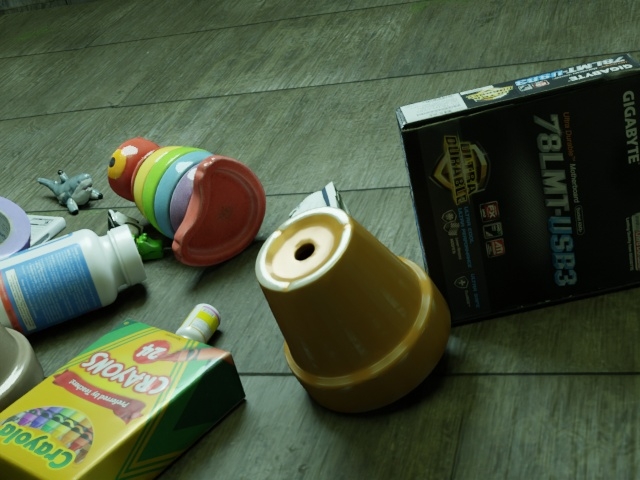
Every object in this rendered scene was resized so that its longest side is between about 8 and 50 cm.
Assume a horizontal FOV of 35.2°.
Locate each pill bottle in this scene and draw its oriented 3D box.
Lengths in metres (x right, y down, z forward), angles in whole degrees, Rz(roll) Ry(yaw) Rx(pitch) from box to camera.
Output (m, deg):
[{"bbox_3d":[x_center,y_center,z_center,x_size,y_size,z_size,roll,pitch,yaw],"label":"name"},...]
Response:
[{"bbox_3d":[-0.382,0.056,1.526,0.221,0.124,0.124,-20,29,-11],"label":"pill bottle"},{"bbox_3d":[-0.172,0.127,1.387,0.043,0.043,0.083,0,32,24],"label":"pill bottle"}]

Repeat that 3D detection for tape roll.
[{"bbox_3d":[-0.578,0.007,1.674,0.189,0.080,0.189,9,39,-8],"label":"tape roll"}]

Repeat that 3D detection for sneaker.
[{"bbox_3d":[0.000,0.000,1.513,0.094,0.090,0.235,-24,24,10],"label":"sneaker"},{"bbox_3d":[-0.340,-0.025,1.752,0.043,0.040,0.109,-10,28,-28],"label":"sneaker"}]

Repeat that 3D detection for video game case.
[{"bbox_3d":[-0.590,0.007,1.816,0.201,0.023,0.183,5,34,29],"label":"video game case"}]

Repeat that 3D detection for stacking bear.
[{"bbox_3d":[-0.241,-0.086,1.644,0.289,0.175,0.164,26,11,39],"label":"stacking bear"}]

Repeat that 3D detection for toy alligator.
[{"bbox_3d":[-0.299,0.011,1.644,0.189,0.051,0.056,-12,29,3],"label":"toy alligator"}]

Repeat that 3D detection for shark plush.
[{"bbox_3d":[-0.478,-0.108,1.922,0.073,0.067,0.161,-31,33,-28],"label":"shark plush"}]

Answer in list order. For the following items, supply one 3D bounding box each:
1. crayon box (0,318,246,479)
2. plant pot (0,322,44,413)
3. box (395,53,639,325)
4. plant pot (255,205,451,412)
[{"bbox_3d":[-0.271,0.228,1.213,0.202,0.081,0.318,12,38,39],"label":"crayon box"},{"bbox_3d":[-0.528,0.138,1.338,0.263,0.229,0.263,-11,28,6],"label":"plant pot"},{"bbox_3d":[0.262,-0.055,1.253,0.293,0.296,0.073,-12,28,3],"label":"box"},{"bbox_3d":[0.024,0.067,1.195,0.205,0.188,0.205,-22,38,18],"label":"plant pot"}]
